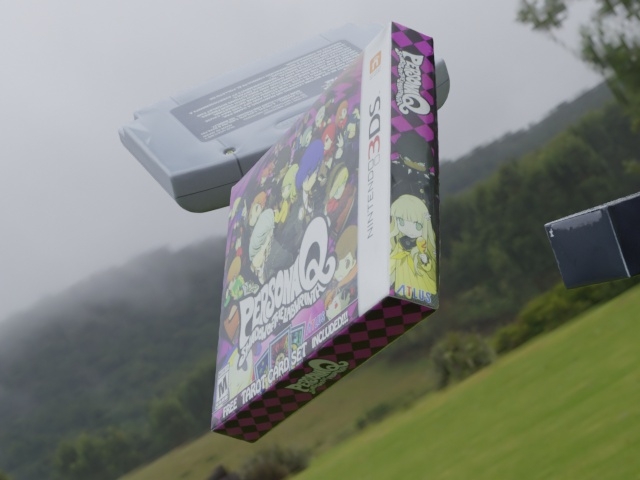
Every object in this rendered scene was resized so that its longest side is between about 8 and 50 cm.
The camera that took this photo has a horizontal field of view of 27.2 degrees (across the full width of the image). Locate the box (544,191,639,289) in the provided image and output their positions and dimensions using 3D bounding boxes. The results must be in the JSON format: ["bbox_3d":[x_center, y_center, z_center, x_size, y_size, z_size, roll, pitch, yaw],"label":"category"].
[{"bbox_3d":[0.386,-0.010,1.611,0.158,0.093,0.156,-17,-2,-19],"label":"box"}]

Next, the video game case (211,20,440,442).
[{"bbox_3d":[0.000,0.000,0.892,0.042,0.210,0.232,19,-36,-24],"label":"video game case"}]

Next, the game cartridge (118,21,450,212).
[{"bbox_3d":[-0.033,-0.125,1.300,0.297,0.062,0.198,-24,37,-15],"label":"game cartridge"}]
